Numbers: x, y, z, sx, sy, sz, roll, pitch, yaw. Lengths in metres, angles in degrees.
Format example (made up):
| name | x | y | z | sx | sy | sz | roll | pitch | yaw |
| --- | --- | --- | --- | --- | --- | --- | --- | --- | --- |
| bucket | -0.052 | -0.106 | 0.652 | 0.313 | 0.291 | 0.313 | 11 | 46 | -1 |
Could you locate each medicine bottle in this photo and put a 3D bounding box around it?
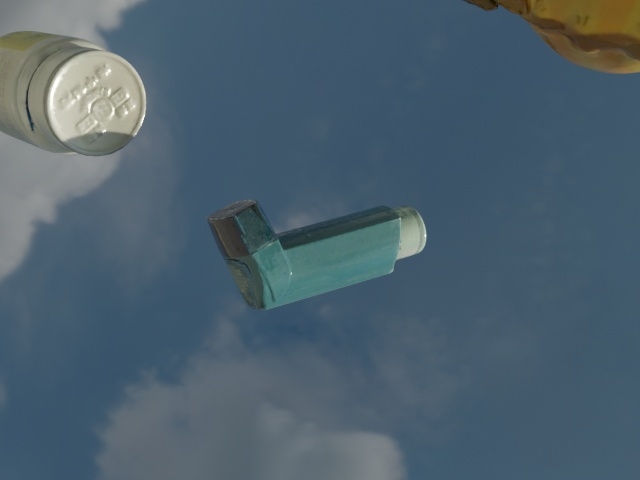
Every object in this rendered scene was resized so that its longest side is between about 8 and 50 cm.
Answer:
| name | x | y | z | sx | sy | sz | roll | pitch | yaw |
| --- | --- | --- | --- | --- | --- | --- | --- | --- | --- |
| medicine bottle | 0.000 | 0.000 | 1.173 | 0.079 | 0.258 | 0.124 | -1 | -80 | 61 |
| medicine bottle | -0.322 | -0.179 | 1.243 | 0.258 | 0.143 | 0.143 | 23 | -78 | 53 |

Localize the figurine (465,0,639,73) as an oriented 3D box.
| name | x | y | z | sx | sy | sz | roll | pitch | yaw |
| --- | --- | --- | --- | --- | --- | --- | --- | --- | --- |
| figurine | 0.166 | -0.170 | 0.461 | 0.131 | 0.156 | 0.246 | 32 | -116 | 34 |
